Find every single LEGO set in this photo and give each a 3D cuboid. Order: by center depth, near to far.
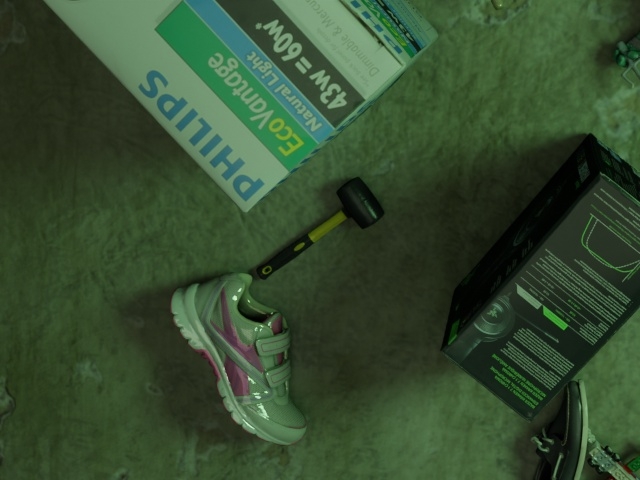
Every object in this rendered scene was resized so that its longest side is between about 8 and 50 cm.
[{"bbox_3d":[0.424,0.333,1.522,0.182,0.060,0.244,4,114,6],"label":"LEGO set"}]

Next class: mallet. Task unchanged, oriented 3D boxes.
[{"bbox_3d":[0.000,0.000,1.513,0.062,0.039,0.189,47,111,0],"label":"mallet"}]

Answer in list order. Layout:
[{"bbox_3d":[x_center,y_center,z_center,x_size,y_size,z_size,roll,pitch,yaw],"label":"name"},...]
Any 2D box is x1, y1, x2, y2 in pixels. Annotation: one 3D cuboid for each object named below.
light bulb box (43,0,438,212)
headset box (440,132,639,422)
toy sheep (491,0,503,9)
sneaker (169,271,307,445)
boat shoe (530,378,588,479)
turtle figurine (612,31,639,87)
[{"bbox_3d":[-0.082,-0.261,1.288,0.225,0.361,0.358,-42,94,17],"label":"light bulb box"},{"bbox_3d":[0.270,0.042,1.362,0.131,0.246,0.283,38,109,-1],"label":"headset box"},{"bbox_3d":[0.183,-0.327,1.368,0.091,0.091,0.132,-27,79,16],"label":"toy sheep"},{"bbox_3d":[-0.084,0.148,1.528,0.111,0.103,0.252,-31,97,18],"label":"sneaker"},{"bbox_3d":[0.298,0.270,1.504,0.065,0.075,0.206,6,110,6],"label":"boat shoe"},{"bbox_3d":[0.401,-0.253,1.335,0.234,0.118,0.175,55,147,-4],"label":"turtle figurine"}]
